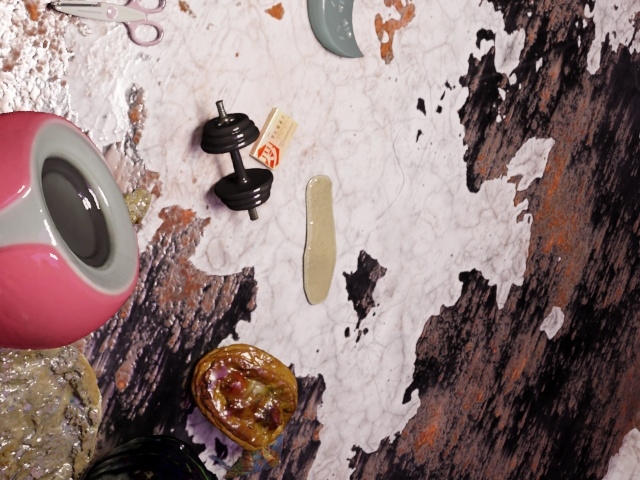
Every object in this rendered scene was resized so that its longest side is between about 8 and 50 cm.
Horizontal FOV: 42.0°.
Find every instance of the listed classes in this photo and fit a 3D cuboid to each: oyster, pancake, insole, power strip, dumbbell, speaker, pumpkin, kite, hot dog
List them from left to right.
[{"bbox_3d":[-0.434,0.273,1.209,0.282,0.049,0.282,-13,111,-39],"label":"pancake"},{"bbox_3d":[-0.360,-0.018,1.030,0.294,0.294,0.294,-14,112,-39],"label":"speaker"},{"bbox_3d":[-0.290,-0.053,1.246,0.083,0.038,0.081,-50,128,-17],"label":"oyster"},{"bbox_3d":[-0.284,0.448,1.277,0.295,0.296,0.296,-14,112,-39],"label":"pumpkin"},{"bbox_3d":[-0.132,-0.124,1.324,0.099,0.099,0.209,-33,123,-30],"label":"dumbbell"},{"bbox_3d":[-0.125,0.272,1.453,0.227,0.099,0.160,40,74,-36],"label":"hot dog"},{"bbox_3d":[-0.117,0.375,1.554,0.183,0.010,0.160,-51,128,-20],"label":"kite"},{"bbox_3d":[0.000,0.000,1.543,0.081,0.011,0.248,-14,112,-38],"label":"insole"},{"bbox_3d":[0.044,-0.427,1.427,0.137,0.044,0.216,5,100,-42],"label":"power strip"}]

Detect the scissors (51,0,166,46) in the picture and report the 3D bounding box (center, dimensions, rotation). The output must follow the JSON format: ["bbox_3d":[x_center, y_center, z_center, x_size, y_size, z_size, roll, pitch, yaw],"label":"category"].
[{"bbox_3d":[-0.293,-0.320,1.170,0.176,0.022,0.085,-6,111,-44],"label":"scissors"}]

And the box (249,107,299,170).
[{"bbox_3d":[-0.078,-0.172,1.416,0.058,0.015,0.093,32,81,-42],"label":"box"}]
